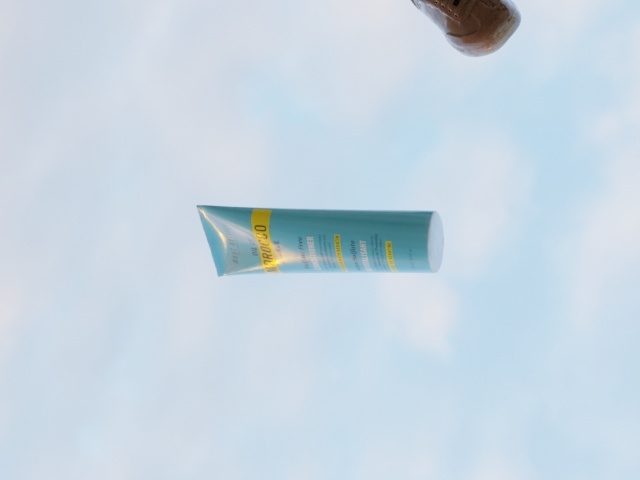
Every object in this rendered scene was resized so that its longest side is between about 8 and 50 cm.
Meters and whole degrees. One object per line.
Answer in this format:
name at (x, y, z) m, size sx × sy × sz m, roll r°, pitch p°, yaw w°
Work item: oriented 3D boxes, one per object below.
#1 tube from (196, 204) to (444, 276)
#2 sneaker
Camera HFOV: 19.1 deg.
tube at (0.000, 0.000, 1.616) m, size 0.207 × 0.080 × 0.052 m, roll 0°, pitch -146°, yaw 19°
sneaker at (0.115, -0.225, 1.756) m, size 0.066 × 0.071 × 0.188 m, roll -53°, pitch -149°, yaw 4°
